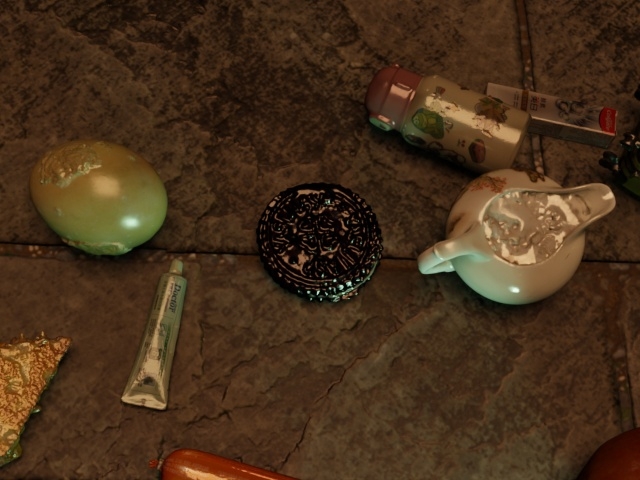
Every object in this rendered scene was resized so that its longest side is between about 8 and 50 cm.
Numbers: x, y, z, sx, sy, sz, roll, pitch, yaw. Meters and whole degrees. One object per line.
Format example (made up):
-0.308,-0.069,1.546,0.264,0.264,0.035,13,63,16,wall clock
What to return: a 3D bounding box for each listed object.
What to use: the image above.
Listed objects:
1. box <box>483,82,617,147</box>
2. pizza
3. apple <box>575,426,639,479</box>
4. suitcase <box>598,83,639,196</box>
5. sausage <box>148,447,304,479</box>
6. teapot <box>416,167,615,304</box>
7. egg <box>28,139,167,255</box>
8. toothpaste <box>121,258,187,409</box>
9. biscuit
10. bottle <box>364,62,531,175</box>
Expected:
0.369,-0.203,1.608,0.218,0.039,0.055,11,63,-1,box
-0.421,0.190,1.336,0.199,0.062,0.188,-32,84,-25,pizza
0.435,0.348,1.269,0.230,0.230,0.230,2,65,-5,apple
0.583,-0.141,1.533,0.235,0.143,0.194,32,67,1,suitcase
-0.112,0.325,1.295,0.234,0.071,0.071,15,64,2,sausage
0.277,-0.005,1.443,0.298,0.139,0.204,-24,81,-11,teapot
-0.317,-0.062,1.409,0.201,0.164,0.164,20,65,7,egg
-0.225,0.129,1.396,0.064,0.041,0.218,13,68,-6,toothpaste
0.000,0.000,1.468,0.194,0.053,0.195,2,65,-4,biscuit
0.191,-0.190,1.542,0.253,0.120,0.120,23,65,7,bottle
